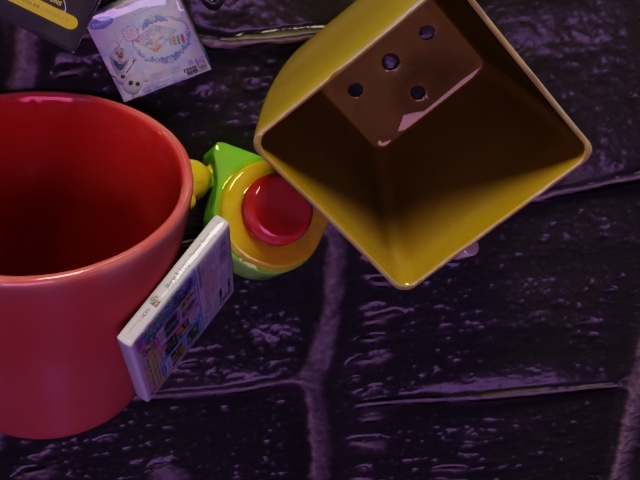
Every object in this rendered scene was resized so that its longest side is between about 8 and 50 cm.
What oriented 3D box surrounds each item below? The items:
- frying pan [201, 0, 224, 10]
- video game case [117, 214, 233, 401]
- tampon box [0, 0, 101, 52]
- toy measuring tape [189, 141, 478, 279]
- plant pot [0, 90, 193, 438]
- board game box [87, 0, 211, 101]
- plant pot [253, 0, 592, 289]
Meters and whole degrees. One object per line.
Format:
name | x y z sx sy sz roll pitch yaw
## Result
frying pan | -0.096 -0.372 0.916 0.197 0.053 0.326 -29 123 10
video game case | -0.129 0.066 1.034 0.019 0.143 0.157 32 157 12
tampon box | -0.228 -0.247 0.912 0.120 0.161 0.101 24 116 -20
toy measuring tape | 0.000 0.000 1.122 0.330 0.121 0.121 19 118 -18
plant pot | -0.255 0.034 1.043 0.275 0.275 0.243 1 131 -8
board game box | -0.160 -0.185 1.044 0.090 0.020 0.090 -20 123 5
plant pot | 0.079 -0.125 1.014 0.212 0.187 0.212 -38 118 16
